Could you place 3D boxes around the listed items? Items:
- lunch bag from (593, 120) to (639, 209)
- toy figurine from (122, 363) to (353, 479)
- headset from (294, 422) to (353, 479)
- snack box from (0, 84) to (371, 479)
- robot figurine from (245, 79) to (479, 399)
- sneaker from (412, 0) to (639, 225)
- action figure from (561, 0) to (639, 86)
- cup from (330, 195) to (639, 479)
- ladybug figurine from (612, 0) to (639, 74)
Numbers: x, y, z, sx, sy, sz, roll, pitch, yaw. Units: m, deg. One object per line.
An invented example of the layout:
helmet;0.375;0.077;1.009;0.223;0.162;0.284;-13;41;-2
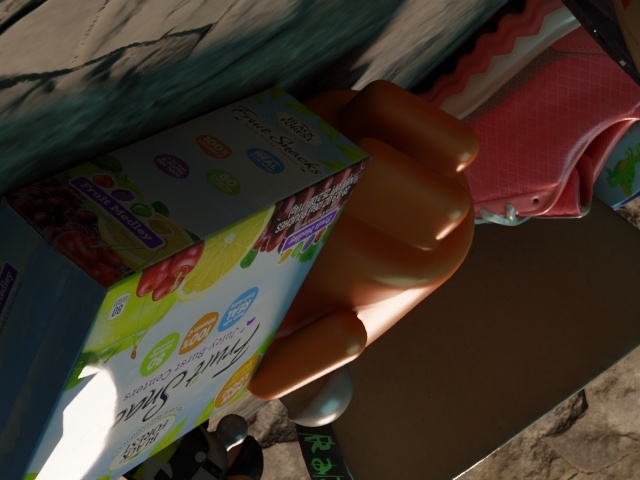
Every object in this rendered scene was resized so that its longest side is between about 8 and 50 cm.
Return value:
lunch bag;0.236;-0.082;1.586;0.176;0.090;0.219;-31;-168;-29
toy figurine;-0.094;0.156;1.252;0.213;0.148;0.209;-43;-167;40
headset;0.074;0.131;1.910;0.185;0.243;0.394;-12;-146;19
snack box;-0.085;0.034;0.805;0.207;0.070;0.174;-27;151;-53
robot figurine;-0.001;0.001;0.959;0.128;0.158;0.219;-10;158;-38
sneaker;0.113;-0.052;1.160;0.314;0.136;0.116;-41;172;32
action figure;0.248;-0.215;0.905;0.285;0.099;0.185;-41;165;1
cup;0.115;0.047;1.425;0.331;0.237;0.331;-35;174;-5
ladybug figurine;0.242;-0.204;0.616;0.305;0.162;0.449;-33;173;-28
